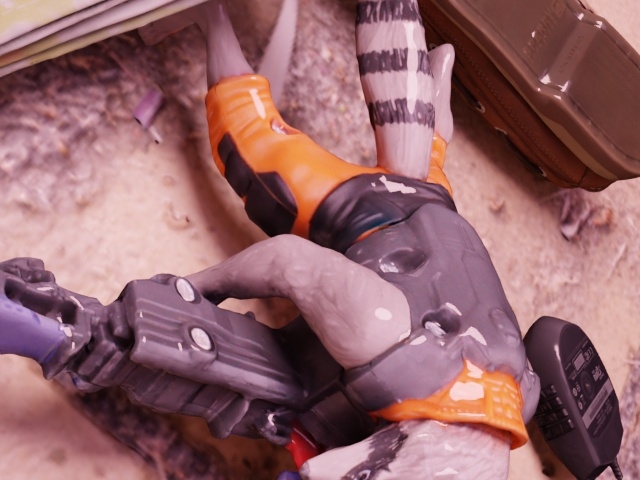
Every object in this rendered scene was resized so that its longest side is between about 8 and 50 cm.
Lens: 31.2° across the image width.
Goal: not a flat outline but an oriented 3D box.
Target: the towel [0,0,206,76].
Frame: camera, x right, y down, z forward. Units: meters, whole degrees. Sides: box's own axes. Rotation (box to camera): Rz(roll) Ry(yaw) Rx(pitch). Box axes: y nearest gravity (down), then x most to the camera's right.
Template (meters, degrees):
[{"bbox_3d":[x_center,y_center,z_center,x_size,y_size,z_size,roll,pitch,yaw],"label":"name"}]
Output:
[{"bbox_3d":[-0.120,-0.284,0.551,0.320,0.090,0.375,-22,91,-10],"label":"towel"}]

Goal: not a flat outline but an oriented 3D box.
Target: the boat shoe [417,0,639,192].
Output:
[{"bbox_3d":[0.101,-0.148,0.756,0.307,0.104,0.111,51,61,-13],"label":"boat shoe"}]

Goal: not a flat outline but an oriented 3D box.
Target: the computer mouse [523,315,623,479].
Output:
[{"bbox_3d":[0.185,0.162,0.754,0.071,0.041,0.242,-29,97,-56],"label":"computer mouse"}]

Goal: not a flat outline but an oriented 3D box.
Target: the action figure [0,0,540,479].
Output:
[{"bbox_3d":[0.000,0.000,0.572,0.341,0.178,0.330,16,47,-44],"label":"action figure"}]
